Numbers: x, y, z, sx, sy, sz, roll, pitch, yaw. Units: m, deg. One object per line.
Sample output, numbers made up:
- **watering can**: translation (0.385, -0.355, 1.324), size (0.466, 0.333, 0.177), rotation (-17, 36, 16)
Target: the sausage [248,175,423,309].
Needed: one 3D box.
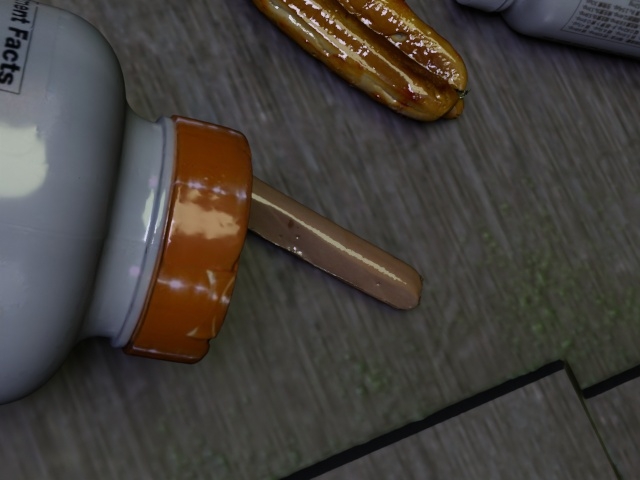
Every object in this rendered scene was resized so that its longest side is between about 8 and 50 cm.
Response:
- **sausage**: translation (0.000, 0.000, 0.559), size (0.116, 0.026, 0.026), rotation (29, 62, -9)

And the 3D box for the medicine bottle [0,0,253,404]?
- **medicine bottle**: translation (-0.176, -0.026, 0.426), size (0.289, 0.157, 0.157), rotation (12, 66, -17)

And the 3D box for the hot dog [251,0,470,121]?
- **hot dog**: translation (0.018, -0.111, 0.603), size (0.144, 0.038, 0.062), rotation (37, 59, -6)

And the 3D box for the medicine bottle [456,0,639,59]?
- **medicine bottle**: translation (0.148, -0.148, 0.644), size (0.140, 0.079, 0.079), rotation (8, 67, -17)
